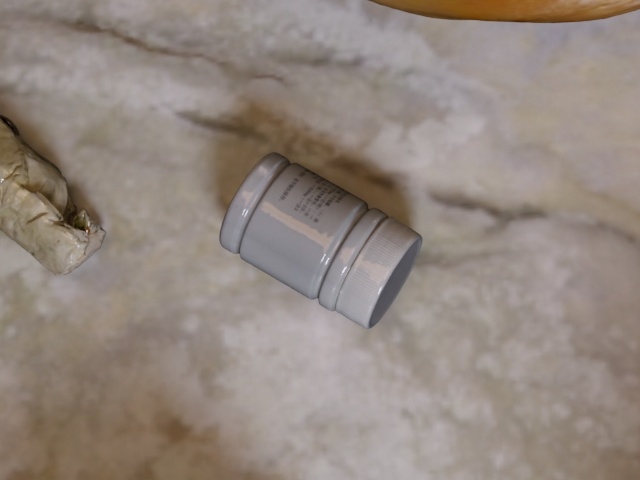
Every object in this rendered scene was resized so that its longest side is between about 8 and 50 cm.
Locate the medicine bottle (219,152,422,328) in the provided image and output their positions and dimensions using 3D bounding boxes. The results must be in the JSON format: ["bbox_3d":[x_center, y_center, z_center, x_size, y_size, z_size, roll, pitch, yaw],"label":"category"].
[{"bbox_3d":[0.000,0.000,0.964,0.091,0.058,0.058,30,87,11],"label":"medicine bottle"}]

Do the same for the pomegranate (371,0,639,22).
[{"bbox_3d":[0.086,-0.311,0.849,0.411,0.411,0.411,-1,82,8],"label":"pomegranate"}]

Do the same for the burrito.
[{"bbox_3d":[-0.175,-0.040,1.001,0.149,0.055,0.041,45,120,10],"label":"burrito"}]
